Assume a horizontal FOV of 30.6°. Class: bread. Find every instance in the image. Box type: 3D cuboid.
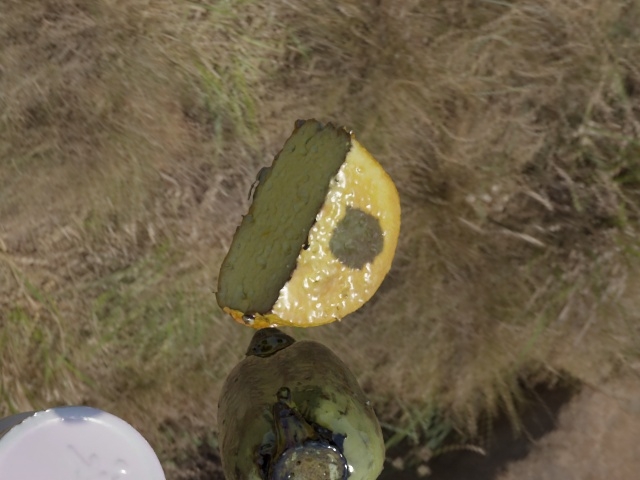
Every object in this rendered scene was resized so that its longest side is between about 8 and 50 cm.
[{"bbox_3d":[0.000,0.000,1.215,0.139,0.143,0.229,30,82,-29],"label":"bread"}]

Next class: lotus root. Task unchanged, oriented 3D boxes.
[{"bbox_3d":[-0.026,0.191,1.264,0.173,0.309,0.173,-3,109,-7],"label":"lotus root"}]

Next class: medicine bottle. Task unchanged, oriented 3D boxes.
[{"bbox_3d":[-0.209,0.203,0.837,0.152,0.254,0.152,9,69,-25],"label":"medicine bottle"}]
